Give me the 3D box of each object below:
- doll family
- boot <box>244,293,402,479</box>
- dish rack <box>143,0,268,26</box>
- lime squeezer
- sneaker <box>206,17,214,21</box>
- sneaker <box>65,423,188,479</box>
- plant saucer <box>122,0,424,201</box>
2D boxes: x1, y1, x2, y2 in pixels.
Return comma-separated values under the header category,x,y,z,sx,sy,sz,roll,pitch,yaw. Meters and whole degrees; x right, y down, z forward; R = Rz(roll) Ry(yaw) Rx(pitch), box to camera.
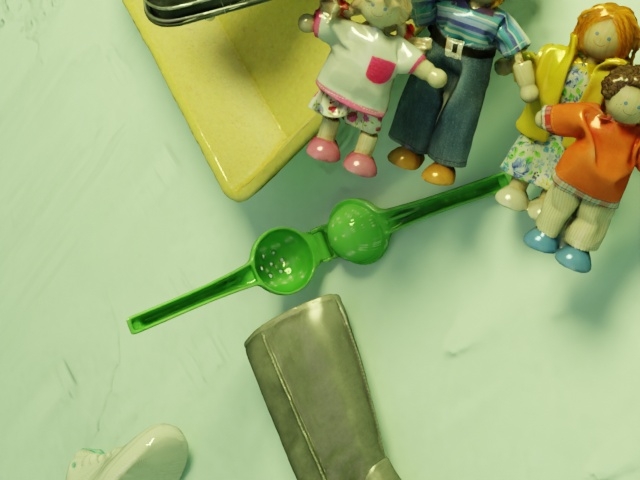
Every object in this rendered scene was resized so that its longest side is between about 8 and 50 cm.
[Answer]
category,x,y,z,sx,sy,sz,roll,pitch,yaw
doll family,0.119,-0.108,0.692,0.263,0.118,0.163,23,120,10
boot,-0.018,0.174,0.842,0.190,0.076,0.208,-33,76,17
dish rack,-0.039,-0.281,0.706,0.208,0.074,0.271,-14,52,4
lime squeezer,0.000,0.000,0.817,0.310,0.110,0.058,-20,77,4
sneaker,-0.048,-0.229,0.793,0.161,0.057,0.075,-25,99,27
sneaker,-0.207,0.230,0.993,0.212,0.080,0.094,-51,49,27
plant saucer,-0.016,-0.253,0.844,0.333,0.081,0.332,-42,65,30
